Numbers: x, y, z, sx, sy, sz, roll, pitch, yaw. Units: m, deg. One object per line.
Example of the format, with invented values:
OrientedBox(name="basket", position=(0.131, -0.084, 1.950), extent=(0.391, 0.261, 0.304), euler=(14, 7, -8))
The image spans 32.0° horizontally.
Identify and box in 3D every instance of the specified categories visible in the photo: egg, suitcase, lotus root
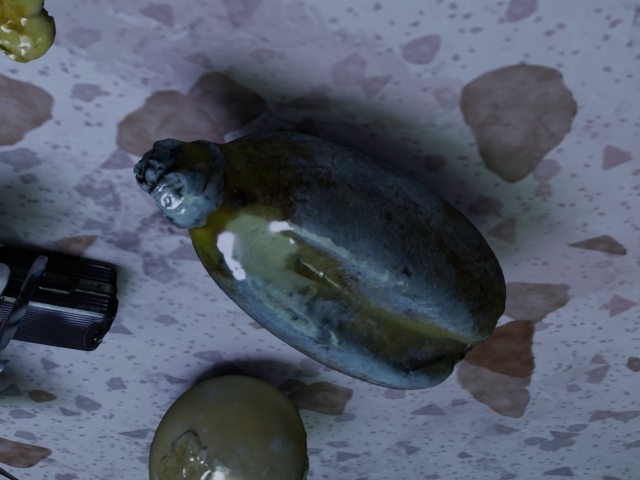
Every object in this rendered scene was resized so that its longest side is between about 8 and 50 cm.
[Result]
OrientedBox(name="egg", position=(-0.098, 0.224, 1.138), extent=(0.164, 0.164, 0.201), euler=(15, 136, -18))
OrientedBox(name="suitcase", position=(-0.245, 0.051, 0.989), extent=(0.126, 0.059, 0.086), euler=(12, 145, -18))
OrientedBox(name="lotus root", position=(0.000, 0.000, 0.837), extent=(0.322, 0.140, 0.158), euler=(31, 119, -27))

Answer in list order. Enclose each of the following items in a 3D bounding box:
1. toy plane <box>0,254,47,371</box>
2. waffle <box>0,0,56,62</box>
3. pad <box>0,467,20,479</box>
OrientedBox(name="toy plane", position=(-0.341, 0.099, 0.872), extent=(0.273, 0.182, 0.107), euler=(-25, 119, 28))
OrientedBox(name="waffle", position=(-0.255, -0.194, 0.542), extent=(0.307, 0.060, 0.312), euler=(42, 151, -14))
OrientedBox(name="pad", position=(-0.454, 0.123, 1.045), extent=(0.247, 0.007, 0.367), euler=(16, 155, 33))
